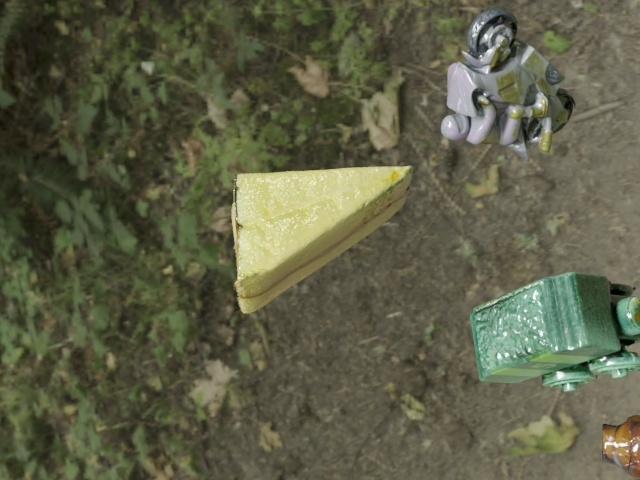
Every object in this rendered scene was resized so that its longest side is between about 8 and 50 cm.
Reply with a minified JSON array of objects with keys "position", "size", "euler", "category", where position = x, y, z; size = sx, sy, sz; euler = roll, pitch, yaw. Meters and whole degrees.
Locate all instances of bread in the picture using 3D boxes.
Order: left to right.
[{"position":[0.004,-0.002,1.335],"size":[0.168,0.263,0.163],"euler":[91,175,-70],"category":"bread"}]

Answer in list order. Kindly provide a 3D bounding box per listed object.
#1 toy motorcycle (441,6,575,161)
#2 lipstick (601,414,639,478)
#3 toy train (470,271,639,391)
[{"position":[0.214,-0.167,1.136],"size":[0.152,0.225,0.073],"euler":[-46,43,6],"category":"toy motorcycle"},{"position":[0.509,0.226,0.982],"size":[0.418,0.077,0.077],"euler":[1,101,17],"category":"lipstick"},{"position":[0.400,0.160,1.589],"size":[0.299,0.238,0.167],"euler":[-35,54,53],"category":"toy train"}]
